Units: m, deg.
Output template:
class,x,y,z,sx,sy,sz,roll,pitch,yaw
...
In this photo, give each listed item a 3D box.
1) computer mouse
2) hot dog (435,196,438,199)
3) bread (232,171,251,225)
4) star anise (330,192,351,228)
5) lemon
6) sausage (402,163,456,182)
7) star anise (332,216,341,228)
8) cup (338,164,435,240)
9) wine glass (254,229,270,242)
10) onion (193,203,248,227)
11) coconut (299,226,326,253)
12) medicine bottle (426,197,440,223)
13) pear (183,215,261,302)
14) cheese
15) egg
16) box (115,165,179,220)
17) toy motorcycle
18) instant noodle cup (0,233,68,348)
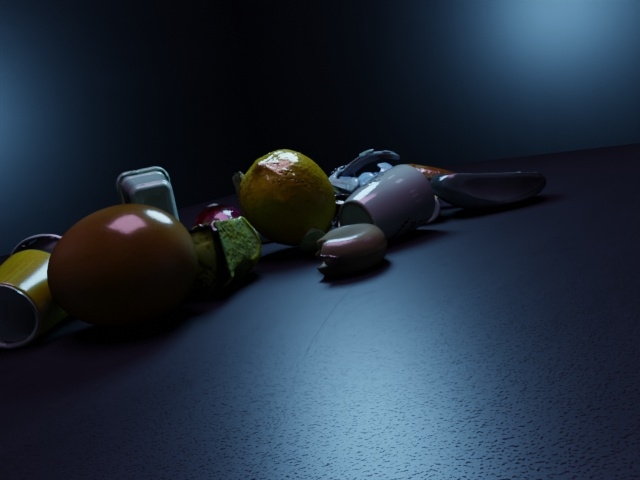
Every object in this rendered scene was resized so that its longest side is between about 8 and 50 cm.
class,x,y,z,sx,sy,sz,roll,pitch,yaw
computer mouse,0.519,-0.156,1.734,0.374,0.114,0.203,-3,7,-8
hot dog,0.329,-0.181,2.092,0.261,0.093,0.123,-2,14,37
bread,-0.158,-0.175,2.097,0.315,0.279,0.248,-26,8,-15
star anise,-0.025,-0.094,1.776,0.272,0.102,0.272,-27,24,13
lemon,-0.088,-0.114,1.586,0.258,0.310,0.258,-33,36,28
sausage,0.403,-0.200,1.884,0.302,0.076,0.103,16,-12,9
star anise,0.169,-0.059,1.818,0.227,0.218,0.148,28,-29,-7
cup,0.156,-0.070,1.556,0.234,0.186,0.258,-29,-9,-37
wine glass,-0.246,-0.015,1.856,0.262,0.074,0.074,-7,11,9
onion,-0.281,-0.015,1.595,0.200,0.201,0.207,-11,16,-2
coconut,0.004,0.003,1.515,0.158,0.055,0.133,-6,-21,-48
medicine bottle,0.323,-0.118,1.776,0.095,0.095,0.260,-9,9,7
pear,-0.278,0.042,1.359,0.238,0.164,0.255,-17,2,20
cheese,0.064,0.021,1.298,0.175,0.091,0.202,-7,11,23
egg,-0.408,0.055,1.142,0.322,0.250,0.250,-12,9,22
box,-0.533,-0.067,1.785,0.175,0.312,0.182,-15,20,-23
toy motorcycle,0.168,-0.212,2.039,0.319,0.241,0.182,1,9,41
instant noodle cup,-0.637,0.120,1.225,0.215,0.216,0.236,-10,20,3
